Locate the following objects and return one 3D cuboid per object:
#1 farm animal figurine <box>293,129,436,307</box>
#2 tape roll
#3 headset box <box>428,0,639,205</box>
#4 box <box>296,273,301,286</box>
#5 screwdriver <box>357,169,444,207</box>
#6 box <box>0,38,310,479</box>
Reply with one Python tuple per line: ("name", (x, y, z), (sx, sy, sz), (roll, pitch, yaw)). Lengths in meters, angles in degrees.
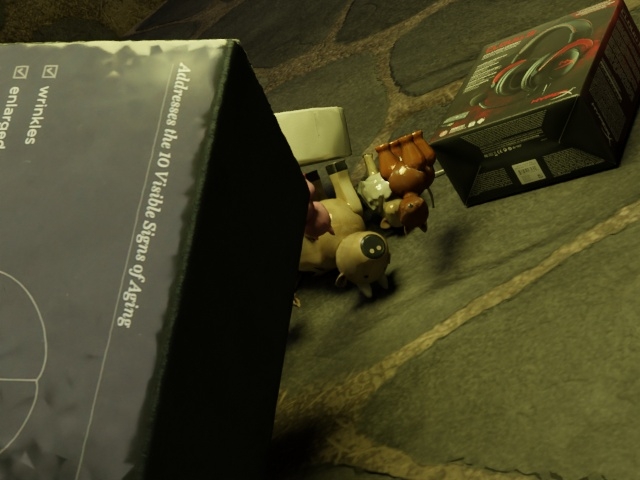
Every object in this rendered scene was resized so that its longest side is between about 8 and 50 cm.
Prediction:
("farm animal figurine", (0.000, 0.000, 1.390), (0.330, 0.172, 0.327), (-21, 4, -5))
("tape roll", (-0.148, -0.115, 1.535), (0.392, 0.072, 0.392), (-10, 3, 1))
("headset box", (0.297, -0.193, 1.454), (0.218, 0.110, 0.293), (-15, 29, 37))
("box", (-0.093, 0.063, 1.569), (0.164, 0.021, 0.201), (-20, 26, 29))
("screwdriver", (0.125, -0.081, 1.581), (0.170, 0.024, 0.025), (-19, -3, 16))
("box", (-0.296, 0.085, 1.026), (0.472, 0.297, 0.479), (1, 64, 17))
